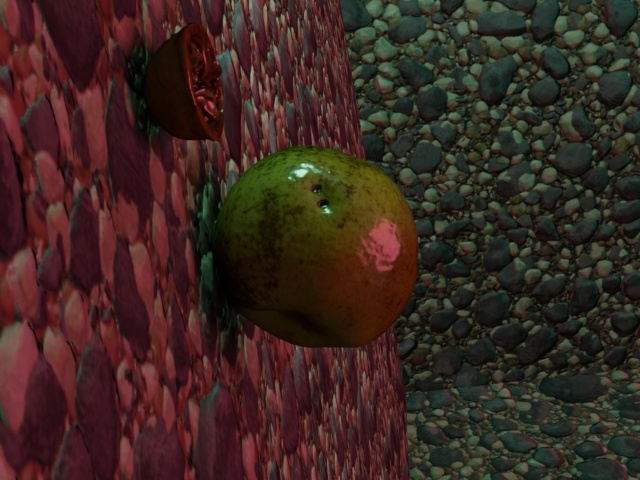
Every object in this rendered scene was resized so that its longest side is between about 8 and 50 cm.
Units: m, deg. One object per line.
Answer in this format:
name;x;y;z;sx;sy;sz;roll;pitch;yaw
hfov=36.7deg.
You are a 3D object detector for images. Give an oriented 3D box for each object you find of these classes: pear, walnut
pear;0.000;0.000;0.905;0.197;0.197;0.197;-7;90;-82
walnut;-0.110;-0.120;0.754;0.121;0.052;0.091;-82;162;-69
